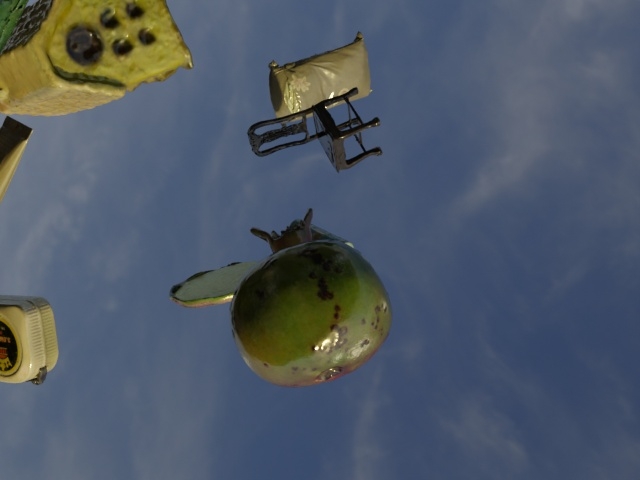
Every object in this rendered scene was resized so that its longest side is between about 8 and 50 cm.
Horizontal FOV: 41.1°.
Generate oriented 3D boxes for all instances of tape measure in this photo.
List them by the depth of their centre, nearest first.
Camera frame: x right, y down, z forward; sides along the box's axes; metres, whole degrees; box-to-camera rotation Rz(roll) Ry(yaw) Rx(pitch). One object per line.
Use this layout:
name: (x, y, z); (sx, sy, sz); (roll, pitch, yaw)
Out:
tape measure: (-0.796, 0.255, 2.195); (0.271, 0.133, 0.231); (1, -79, 29)

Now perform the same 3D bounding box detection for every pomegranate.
pomegranate: (-0.021, 0.093, 1.504); (0.291, 0.291, 0.323); (-12, -98, 37)

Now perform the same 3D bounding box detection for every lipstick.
lipstick: (0.000, 0.000, 1.753); (0.158, 0.048, 0.048); (26, -89, 45)

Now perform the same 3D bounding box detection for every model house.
model house: (-0.328, -0.245, 1.149); (0.193, 0.174, 0.234); (-3, -148, 47)

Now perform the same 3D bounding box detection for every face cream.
face cream: (-0.640, -0.070, 1.597); (0.137, 0.084, 0.341); (25, -92, 48)

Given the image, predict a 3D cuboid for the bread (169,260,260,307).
bread: (-0.210, 0.095, 1.819); (0.228, 0.228, 0.033); (-1, -72, 40)

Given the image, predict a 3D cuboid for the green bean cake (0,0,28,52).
green bean cake: (-0.494, -0.276, 0.885); (0.169, 0.308, 0.300); (-42, -158, 40)

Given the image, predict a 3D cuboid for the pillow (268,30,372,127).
pillow: (0.006, -0.347, 1.866); (0.255, 0.169, 0.059); (-24, -145, -20)

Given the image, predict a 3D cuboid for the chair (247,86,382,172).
chair: (-0.010, -0.190, 1.619); (0.229, 0.106, 0.113); (-23, -122, -7)
